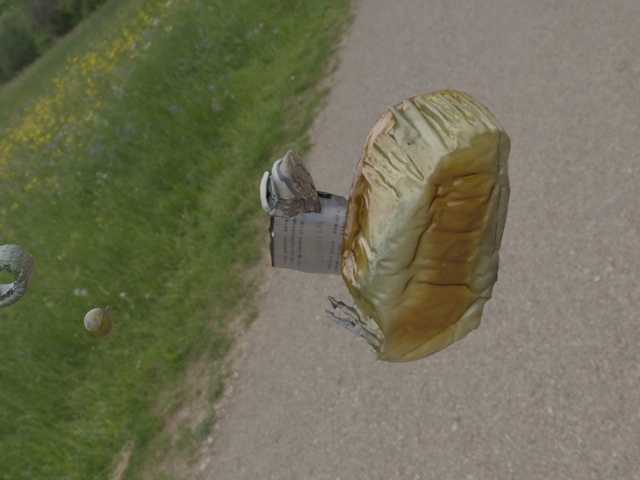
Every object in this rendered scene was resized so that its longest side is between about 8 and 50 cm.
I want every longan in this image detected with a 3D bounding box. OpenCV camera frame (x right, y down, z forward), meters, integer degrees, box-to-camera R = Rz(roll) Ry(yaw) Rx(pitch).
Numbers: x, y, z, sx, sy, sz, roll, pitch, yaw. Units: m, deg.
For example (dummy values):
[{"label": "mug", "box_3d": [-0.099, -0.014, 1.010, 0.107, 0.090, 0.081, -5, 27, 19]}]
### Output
[{"label": "longan", "box_3d": [-0.521, 0.192, 1.611, 0.075, 0.075, 0.083, -15, 36, 41]}]

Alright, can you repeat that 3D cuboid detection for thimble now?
[{"label": "thimble", "box_3d": [-0.525, 0.061, 1.120, 0.110, 0.084, 0.062, -36, 28, 13]}]

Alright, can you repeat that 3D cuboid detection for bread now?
[{"label": "bread", "box_3d": [0.149, -0.015, 0.969, 0.183, 0.236, 0.388, -126, 42, -50]}]

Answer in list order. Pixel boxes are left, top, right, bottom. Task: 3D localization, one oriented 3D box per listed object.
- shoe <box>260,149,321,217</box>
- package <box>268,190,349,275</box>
[{"label": "shoe", "box_3d": [-0.063, -0.090, 1.171, 0.092, 0.180, 0.088, -17, 73, 9]}, {"label": "package", "box_3d": [0.000, 0.000, 1.341, 0.204, 0.250, 0.062, 11, 50, 4]}]
